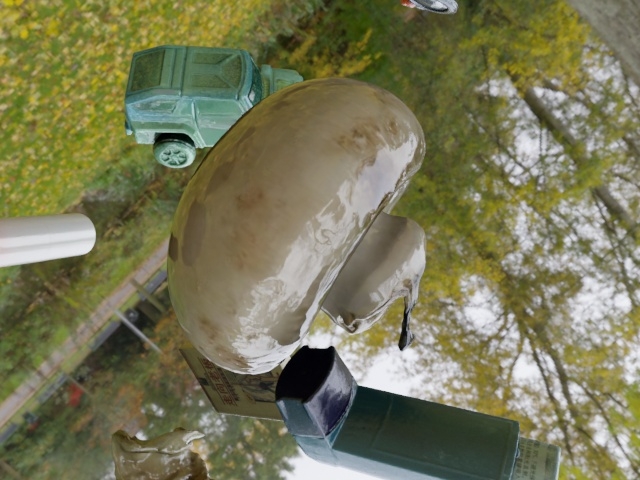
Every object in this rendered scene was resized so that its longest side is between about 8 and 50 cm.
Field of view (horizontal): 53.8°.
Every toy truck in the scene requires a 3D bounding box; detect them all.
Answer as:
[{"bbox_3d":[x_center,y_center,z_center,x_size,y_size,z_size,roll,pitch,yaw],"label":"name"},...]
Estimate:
[{"bbox_3d":[-0.162,-0.211,0.996,0.156,0.279,0.154,99,-9,-57],"label":"toy truck"}]

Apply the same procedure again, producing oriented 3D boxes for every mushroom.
[{"bbox_3d":[0.000,0.000,0.723,0.362,0.295,0.362,-56,175,-7],"label":"mushroom"}]

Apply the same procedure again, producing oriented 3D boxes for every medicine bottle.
[{"bbox_3d":[0.087,0.182,0.588,0.079,0.259,0.124,-58,150,-45],"label":"medicine bottle"}]

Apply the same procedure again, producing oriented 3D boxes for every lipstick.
[{"bbox_3d":[-0.544,0.001,1.120,0.087,0.087,0.327,-44,170,18],"label":"lipstick"}]

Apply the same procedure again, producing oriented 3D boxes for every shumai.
[{"bbox_3d":[-0.293,0.453,1.067,0.314,0.262,0.267,-41,171,12],"label":"shumai"}]

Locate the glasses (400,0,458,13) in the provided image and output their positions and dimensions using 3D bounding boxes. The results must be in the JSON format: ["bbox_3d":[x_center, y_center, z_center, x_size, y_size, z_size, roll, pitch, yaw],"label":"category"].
[{"bbox_3d":[0.230,-0.558,1.173,0.268,0.118,0.234,-62,-156,14],"label":"glasses"}]

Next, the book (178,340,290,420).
[{"bbox_3d":[-0.129,0.242,1.090,0.231,0.161,0.026,-7,-153,37],"label":"book"}]
